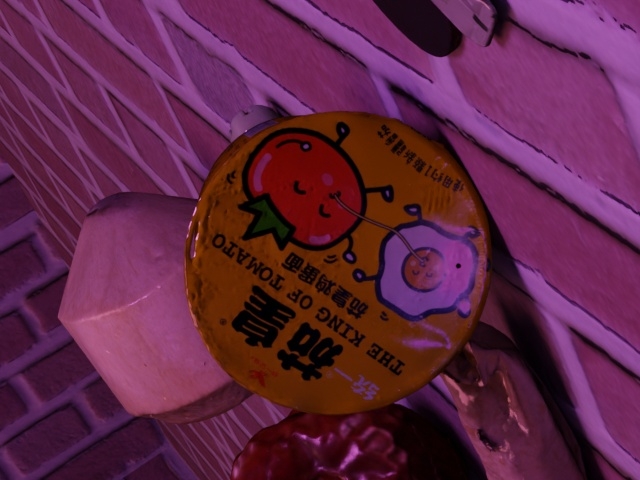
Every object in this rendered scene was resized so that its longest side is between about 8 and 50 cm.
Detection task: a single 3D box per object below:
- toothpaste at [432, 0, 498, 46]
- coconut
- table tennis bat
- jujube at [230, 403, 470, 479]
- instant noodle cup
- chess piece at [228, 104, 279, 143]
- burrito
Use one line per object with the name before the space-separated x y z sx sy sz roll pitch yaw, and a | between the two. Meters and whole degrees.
toothpaste | 0.022 -0.175 0.944 0.197 0.029 0.048 52 168 10
coconut | -0.140 0.052 1.814 0.222 0.202 0.202 57 169 -17
table tennis bat | 0.022 -0.159 1.020 0.158 0.014 0.095 50 168 21
jujube | 0.031 0.231 1.573 0.213 0.213 0.232 53 174 20
instant noodle cup | 0.000 0.000 1.183 0.182 0.182 0.144 60 178 -15
chess piece | -0.032 -0.055 1.417 0.103 0.067 0.067 58 172 43
burrito | 0.132 0.136 1.247 0.087 0.060 0.226 34 156 52
